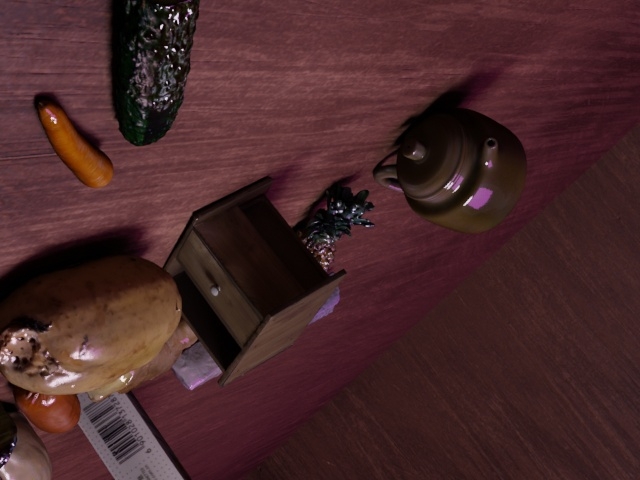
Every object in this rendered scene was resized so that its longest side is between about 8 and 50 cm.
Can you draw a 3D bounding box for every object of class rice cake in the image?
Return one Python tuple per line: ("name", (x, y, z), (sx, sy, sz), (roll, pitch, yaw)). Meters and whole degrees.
("rice cake", (-0.110, 0.164, 2.297), (0.399, 0.070, 0.064), (-27, 167, -39))

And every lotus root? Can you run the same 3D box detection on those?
("lotus root", (-0.265, 0.097, 1.508), (0.160, 0.146, 0.284), (-25, 178, 31))

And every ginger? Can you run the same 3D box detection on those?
("ginger", (-0.266, 0.173, 1.920), (0.137, 0.074, 0.213), (-47, 170, 33))

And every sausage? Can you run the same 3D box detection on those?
("sausage", (-0.380, 0.225, 1.784), (0.076, 0.076, 0.197), (-35, 165, -14))

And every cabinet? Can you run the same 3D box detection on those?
("cabinet", (-0.105, 0.060, 1.731), (0.148, 0.175, 0.215), (-28, 164, -37))

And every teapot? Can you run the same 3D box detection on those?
("teapot", (0.187, -0.116, 1.967), (0.175, 0.185, 0.267), (22, 156, -38))

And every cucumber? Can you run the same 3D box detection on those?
("cucumber", (-0.152, -0.150, 1.151), (0.067, 0.067, 0.293), (-33, 166, -22))

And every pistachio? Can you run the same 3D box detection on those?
("pistachio", (-0.450, 0.315, 1.785), (0.138, 0.153, 0.238), (2, 162, 3))

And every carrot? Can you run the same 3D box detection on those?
("carrot", (-0.233, -0.089, 1.200), (0.037, 0.037, 0.190), (-37, 165, -4))

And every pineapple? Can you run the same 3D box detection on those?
("pineapple", (0.001, 0.000, 2.004), (0.103, 0.083, 0.221), (-3, 146, -41))

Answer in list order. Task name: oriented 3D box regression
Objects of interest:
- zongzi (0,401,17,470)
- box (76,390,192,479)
("zongzi", (-0.529, 0.317, 1.537), (0.286, 0.138, 0.300), (-26, 157, -53))
("box", (-0.266, 0.383, 2.046), (0.095, 0.330, 0.210), (-36, 167, -8))
